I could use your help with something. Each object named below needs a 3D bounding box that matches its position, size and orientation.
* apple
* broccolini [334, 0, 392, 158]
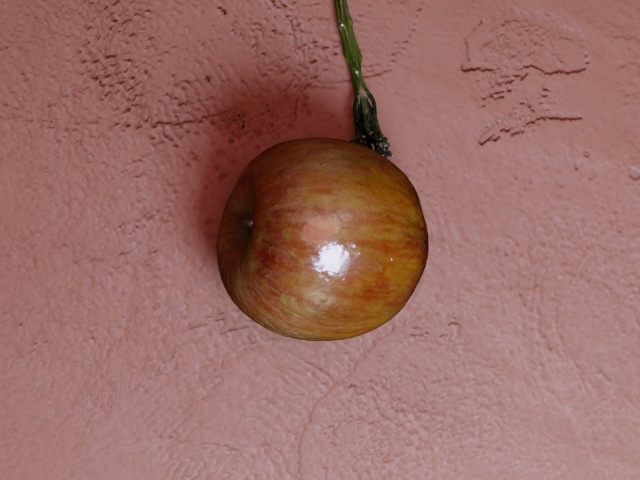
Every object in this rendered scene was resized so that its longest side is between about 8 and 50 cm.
[{"bbox_3d":[0.000,0.000,1.762,0.188,0.211,0.211,15,86,-26],"label":"apple"},{"bbox_3d":[0.041,-0.187,1.863,0.042,0.044,0.218,-10,83,10],"label":"broccolini"}]
